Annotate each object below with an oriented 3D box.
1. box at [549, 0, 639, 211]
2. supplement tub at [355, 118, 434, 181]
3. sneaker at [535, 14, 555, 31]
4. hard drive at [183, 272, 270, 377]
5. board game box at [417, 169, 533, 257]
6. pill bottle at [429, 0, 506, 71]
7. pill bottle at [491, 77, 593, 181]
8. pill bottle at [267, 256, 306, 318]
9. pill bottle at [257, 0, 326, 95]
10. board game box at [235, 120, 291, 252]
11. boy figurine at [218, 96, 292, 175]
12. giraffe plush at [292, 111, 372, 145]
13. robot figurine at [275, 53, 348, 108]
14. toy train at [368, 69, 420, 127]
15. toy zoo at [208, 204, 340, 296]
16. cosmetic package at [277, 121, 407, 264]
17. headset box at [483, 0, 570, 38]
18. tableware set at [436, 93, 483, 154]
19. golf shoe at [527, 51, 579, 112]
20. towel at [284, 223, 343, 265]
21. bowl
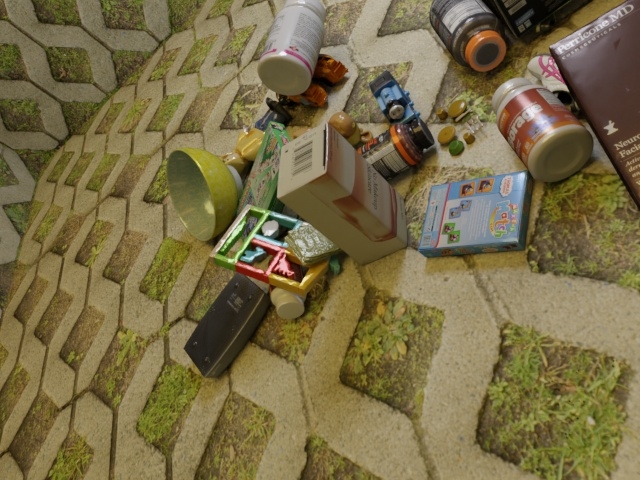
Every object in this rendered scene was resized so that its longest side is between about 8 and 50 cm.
[{"bbox_3d":[0.539,-0.205,0.902,0.191,0.143,0.381,-29,50,25],"label":"box"},{"bbox_3d":[0.167,-0.205,1.337,0.198,0.106,0.106,-30,44,24],"label":"supplement tub"},{"bbox_3d":[0.516,-0.501,1.279,0.035,0.031,0.083,24,77,30],"label":"sneaker"},{"bbox_3d":[-0.237,0.216,1.456,0.254,0.054,0.172,-55,38,-3],"label":"hard drive"},{"bbox_3d":[0.307,-0.050,1.130,0.211,0.039,0.160,-7,57,43],"label":"board game box"},{"bbox_3d":[0.355,-0.500,1.353,0.130,0.130,0.245,-35,42,21],"label":"pill bottle"},{"bbox_3d":[0.414,-0.220,1.089,0.121,0.121,0.216,-36,41,19],"label":"pill bottle"},{"bbox_3d":[-0.079,0.108,1.356,0.086,0.086,0.152,-34,42,22],"label":"pill bottle"},{"bbox_3d":[-0.077,-0.588,1.690,0.160,0.160,0.283,-11,54,40],"label":"pill bottle"},{"bbox_3d":[-0.149,-0.131,1.530,0.317,0.046,0.213,-64,29,32],"label":"board game box"},{"bbox_3d":[-0.223,-0.324,1.827,0.285,0.092,0.177,-48,41,1],"label":"boy figurine"},{"bbox_3d":[0.042,-0.258,1.485,0.170,0.181,0.210,-48,3,-11],"label":"giraffe plush"},{"bbox_3d":[-0.045,-0.514,1.797,0.211,0.085,0.291,-55,39,-4],"label":"robot figurine"},{"bbox_3d":[0.185,-0.342,1.420,0.080,0.105,0.184,-35,42,21],"label":"toy train"},{"bbox_3d":[-0.090,0.023,1.352,0.293,0.030,0.192,18,51,16],"label":"toy zoo"},{"bbox_3d":[0.053,-0.091,1.210,0.129,0.296,0.153,-24,48,30],"label":"cosmetic package"},{"bbox_3d":[0.473,-0.642,1.293,0.246,0.131,0.283,-35,41,20],"label":"headset box"},{"bbox_3d":[0.311,-0.264,1.306,0.104,0.024,0.154,-40,41,20],"label":"tableware set"},{"bbox_3d":[0.476,-0.322,1.146,0.086,0.067,0.186,-47,39,9],"label":"golf shoe"},{"bbox_3d":[0.000,0.000,1.333,0.148,0.027,0.110,-21,53,-18],"label":"towel"},{"bbox_3d":[-0.332,-0.156,1.728,0.156,0.289,0.289,-24,24,-34],"label":"bowl"}]
